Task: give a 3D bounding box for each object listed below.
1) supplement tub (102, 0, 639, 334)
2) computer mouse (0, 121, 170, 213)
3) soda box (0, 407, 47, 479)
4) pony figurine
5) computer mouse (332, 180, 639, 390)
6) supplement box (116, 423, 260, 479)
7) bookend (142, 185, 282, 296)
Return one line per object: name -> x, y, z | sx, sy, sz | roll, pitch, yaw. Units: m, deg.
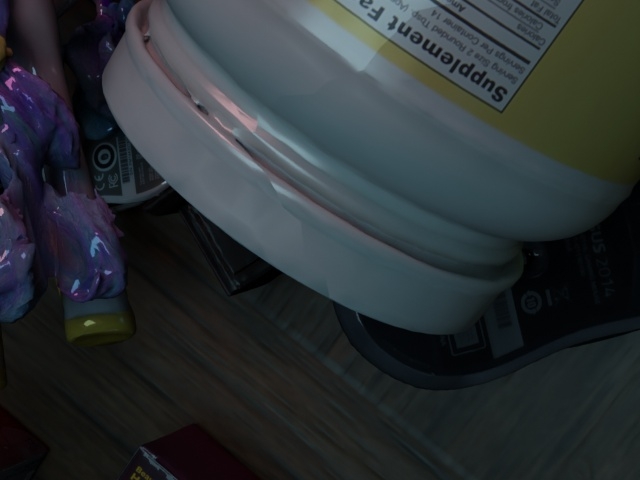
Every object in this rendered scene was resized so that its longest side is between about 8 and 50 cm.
supplement tub -> 0.079, -0.151, 0.585 | 0.241, 0.241, 0.331 | 39, 110, 13
computer mouse -> -0.161, -0.045, 0.952 | 0.193, 0.042, 0.106 | -10, 80, 24
soda box -> -0.290, 0.169, 0.900 | 0.083, 0.263, 0.092 | 39, 106, 14
pony figurine -> -0.186, -0.119, 0.785 | 0.302, 0.351, 0.364 | -6, 77, -10
computer mouse -> 0.125, 0.014, 0.790 | 0.272, 0.072, 0.189 | -8, 90, -20
supplement box -> -0.112, 0.229, 0.938 | 0.104, 0.081, 0.188 | 39, 107, 13
bookend -> 0.000, 0.000, 0.881 | 0.157, 0.072, 0.156 | -32, 84, 20
